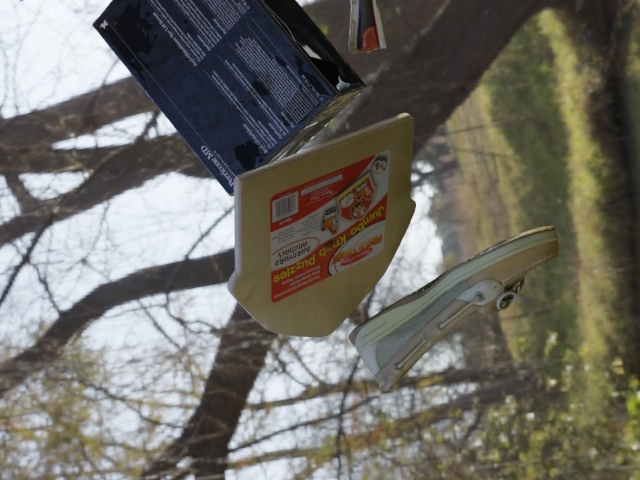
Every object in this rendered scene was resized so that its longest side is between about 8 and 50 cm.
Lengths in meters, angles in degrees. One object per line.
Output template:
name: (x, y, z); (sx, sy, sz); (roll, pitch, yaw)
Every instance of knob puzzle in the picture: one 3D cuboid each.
knob puzzle: (0.000, 0.000, 0.756); (0.030, 0.213, 0.213); (37, 162, 39)

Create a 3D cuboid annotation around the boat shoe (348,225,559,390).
boat shoe: (0.089, 0.042, 0.578); (0.048, 0.153, 0.056); (60, -161, 7)

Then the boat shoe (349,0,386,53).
boat shoe: (0.041, -0.275, 1.003); (0.049, 0.043, 0.137); (-64, -36, -71)

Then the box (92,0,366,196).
box: (-0.106, -0.212, 1.039); (0.261, 0.184, 0.103); (51, -155, 3)
